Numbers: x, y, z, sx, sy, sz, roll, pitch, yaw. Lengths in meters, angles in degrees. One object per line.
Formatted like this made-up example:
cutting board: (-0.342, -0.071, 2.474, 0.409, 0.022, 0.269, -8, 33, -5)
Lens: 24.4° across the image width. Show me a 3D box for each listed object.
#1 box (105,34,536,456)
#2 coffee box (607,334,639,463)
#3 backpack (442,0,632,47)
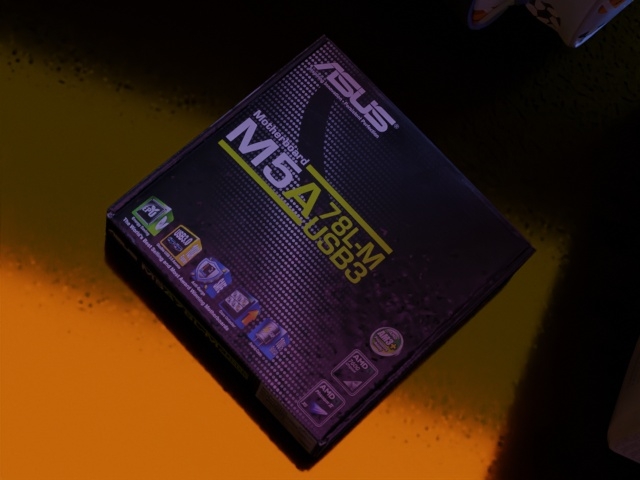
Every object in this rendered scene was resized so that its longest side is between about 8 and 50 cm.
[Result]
box: (0.000, 0.000, 0.890, 0.184, 0.045, 0.190, -40, 81, -18)
coffee box: (0.403, 0.004, 0.793, 0.334, 0.338, 0.337, 24, 72, 0)
backpack: (0.174, -0.273, 0.914, 0.213, 0.276, 0.263, 39, 62, 1)
